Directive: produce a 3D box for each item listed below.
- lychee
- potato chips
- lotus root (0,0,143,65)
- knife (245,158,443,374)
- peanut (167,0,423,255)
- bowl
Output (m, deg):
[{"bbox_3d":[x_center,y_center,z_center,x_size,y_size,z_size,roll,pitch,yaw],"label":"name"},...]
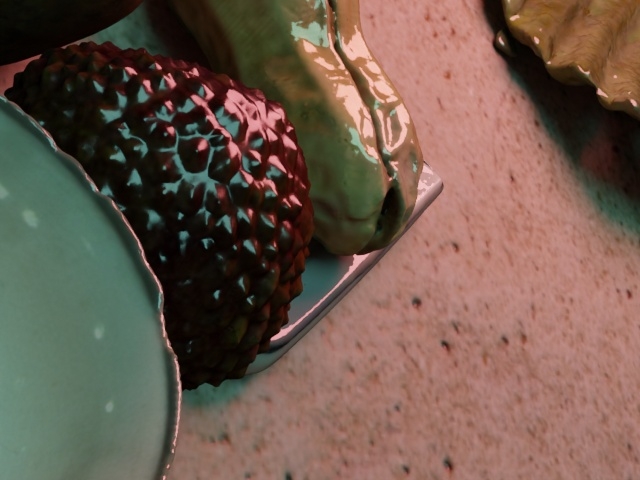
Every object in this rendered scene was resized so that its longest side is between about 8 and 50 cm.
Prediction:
[{"bbox_3d":[-0.094,-0.007,0.723,0.188,0.188,0.188,22,52,-32],"label":"lychee"},{"bbox_3d":[0.310,-0.200,1.256,0.373,0.097,0.389,31,47,-23],"label":"potato chips"},{"bbox_3d":[-0.197,-0.217,0.666,0.346,0.250,0.251,39,30,-72],"label":"lotus root"},{"bbox_3d":[0.003,0.002,0.894,0.073,0.040,0.265,45,42,5],"label":"knife"},{"bbox_3d":[-0.019,-0.123,0.877,0.130,0.130,0.290,-8,68,-44],"label":"peanut"},{"bbox_3d":[-0.225,0.059,0.548,0.313,0.146,0.313,24,38,-21],"label":"bowl"}]
